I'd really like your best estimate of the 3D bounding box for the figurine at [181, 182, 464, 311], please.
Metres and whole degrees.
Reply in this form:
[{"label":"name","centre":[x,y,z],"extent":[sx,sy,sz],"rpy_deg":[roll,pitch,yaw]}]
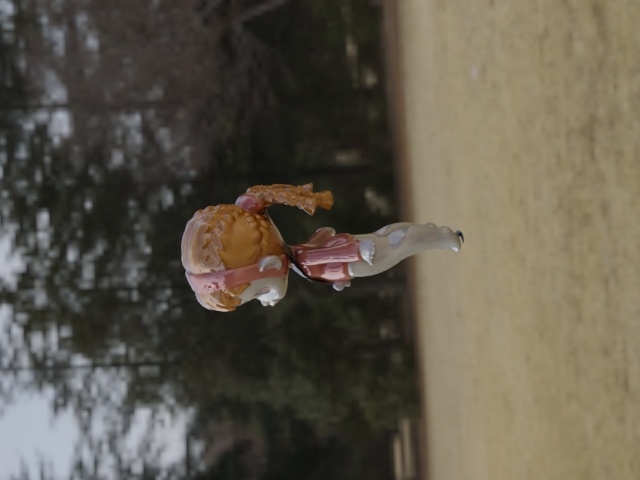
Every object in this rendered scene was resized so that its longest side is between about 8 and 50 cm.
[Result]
[{"label":"figurine","centre":[0.000,0.000,0.600],"extent":[0.064,0.109,0.047],"rpy_deg":[-168,73,-74]}]
